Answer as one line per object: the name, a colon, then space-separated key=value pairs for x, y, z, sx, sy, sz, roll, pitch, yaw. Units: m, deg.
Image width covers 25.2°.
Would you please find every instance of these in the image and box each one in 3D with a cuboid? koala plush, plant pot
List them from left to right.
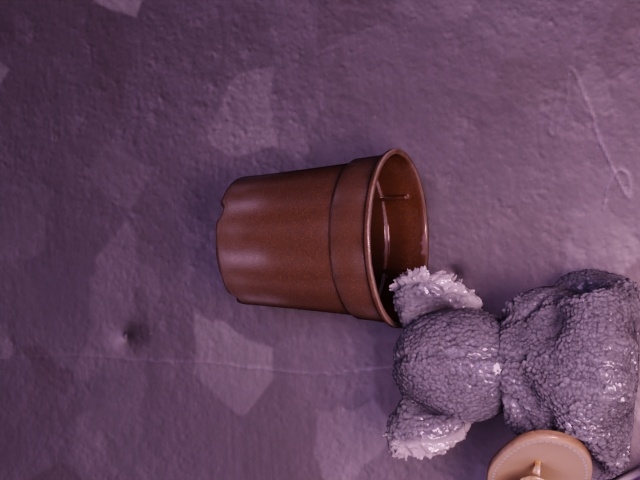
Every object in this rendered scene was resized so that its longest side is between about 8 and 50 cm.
plant pot: x=0.000 y=0.000 z=1.362 sx=0.165 sy=0.167 sz=0.167 roll=-2 pitch=82 yaw=23
koala plush: x=0.164 y=0.109 z=1.261 sx=0.221 sy=0.203 sz=0.196 roll=4 pitch=83 yaw=10

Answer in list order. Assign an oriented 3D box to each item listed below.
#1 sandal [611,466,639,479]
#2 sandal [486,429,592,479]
sandal: x=0.331 y=0.257 z=1.257 sx=0.416 sy=0.102 sz=0.169 roll=-39 pitch=74 yaw=7
sandal: x=0.172 y=0.250 z=1.235 sx=0.088 sy=0.240 sz=0.079 roll=12 pitch=56 yaw=-6
